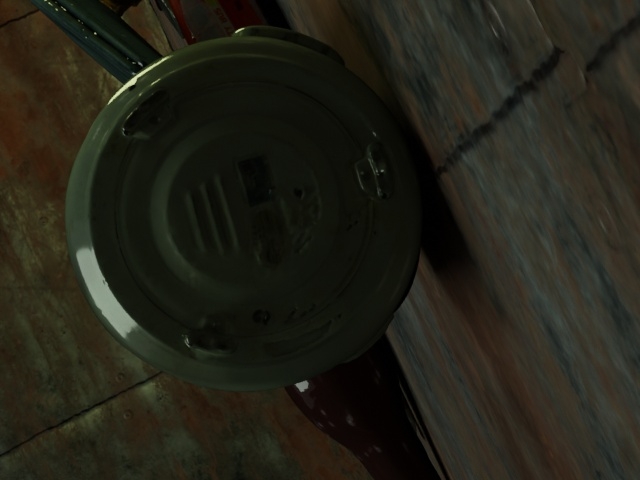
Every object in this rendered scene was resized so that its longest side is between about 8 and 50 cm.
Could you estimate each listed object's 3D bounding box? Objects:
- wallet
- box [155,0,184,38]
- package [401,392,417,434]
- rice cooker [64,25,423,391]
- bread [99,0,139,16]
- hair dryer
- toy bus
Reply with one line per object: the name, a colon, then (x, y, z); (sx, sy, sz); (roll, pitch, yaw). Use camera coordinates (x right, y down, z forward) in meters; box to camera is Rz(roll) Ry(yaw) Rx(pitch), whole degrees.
wallet: (-0.136, -0.139, 1.215); (0.251, 0.054, 0.290); (35, 176, 39)
box: (-0.183, -0.316, 1.749); (0.063, 0.060, 0.084); (56, 173, 12)
package: (0.094, 0.194, 1.584); (0.110, 0.015, 0.037); (64, 175, 0)
rice cooker: (-0.044, -0.013, 0.842); (0.244, 0.226, 0.226); (111, 134, -82)
bread: (-0.206, -0.347, 1.279); (0.240, 0.139, 0.240); (155, 90, -85)
hair dryer: (0.019, 0.181, 1.618); (0.312, 0.123, 0.340); (57, 171, -12)
toy bus: (-0.073, -0.175, 1.089); (0.079, 0.077, 0.174); (79, 165, -75)
